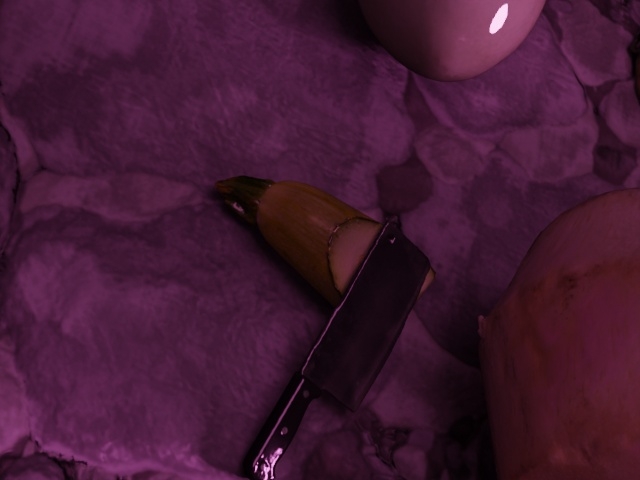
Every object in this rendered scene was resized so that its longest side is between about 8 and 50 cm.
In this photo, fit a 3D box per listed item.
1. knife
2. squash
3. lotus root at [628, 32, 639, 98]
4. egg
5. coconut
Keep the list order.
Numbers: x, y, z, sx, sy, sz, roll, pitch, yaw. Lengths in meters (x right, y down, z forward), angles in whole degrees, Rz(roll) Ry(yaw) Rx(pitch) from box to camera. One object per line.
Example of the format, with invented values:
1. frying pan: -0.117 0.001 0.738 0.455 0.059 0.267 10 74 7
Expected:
1. knife: 0.019 0.101 1.212 0.072 0.019 0.245 43 68 -27
2. squash: 0.001 0.001 1.249 0.200 0.075 0.090 37 91 -6
3. lotus root: 0.471 -0.180 1.545 0.267 0.149 0.260 -28 82 -38
4. egg: 0.120 -0.261 1.371 0.186 0.186 0.253 16 58 -20
5. coconut: 0.295 0.138 1.185 0.352 0.352 0.353 12 62 -23
